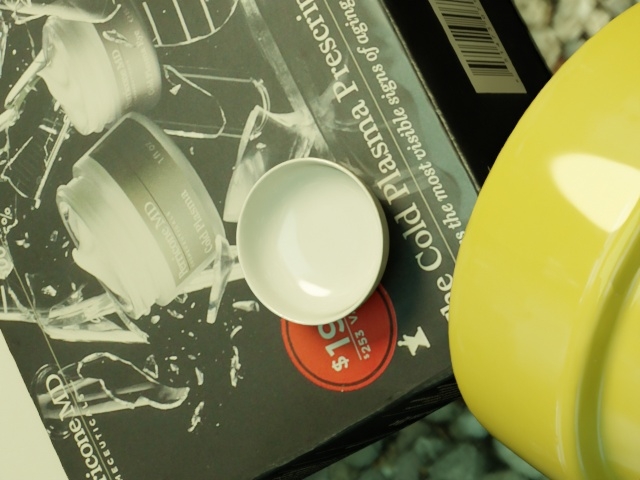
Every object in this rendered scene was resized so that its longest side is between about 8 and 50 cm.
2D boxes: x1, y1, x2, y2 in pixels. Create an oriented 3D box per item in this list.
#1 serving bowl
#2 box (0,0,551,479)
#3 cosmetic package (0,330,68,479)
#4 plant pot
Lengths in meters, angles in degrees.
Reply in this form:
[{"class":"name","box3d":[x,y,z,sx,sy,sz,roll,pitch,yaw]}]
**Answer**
[{"class":"serving bowl","box3d":[0.000,0.000,0.869,0.083,0.027,0.083,2,94,28]},{"class":"box","box3d":[-0.037,-0.042,1.005,0.312,0.179,0.343,-32,78,28]},{"class":"cosmetic package","box3d":[-0.218,0.121,1.131,0.230,0.161,0.453,-33,78,28]},{"class":"plant pot","box3d":[0.226,0.040,0.765,0.239,0.254,0.254,34,110,41]}]
